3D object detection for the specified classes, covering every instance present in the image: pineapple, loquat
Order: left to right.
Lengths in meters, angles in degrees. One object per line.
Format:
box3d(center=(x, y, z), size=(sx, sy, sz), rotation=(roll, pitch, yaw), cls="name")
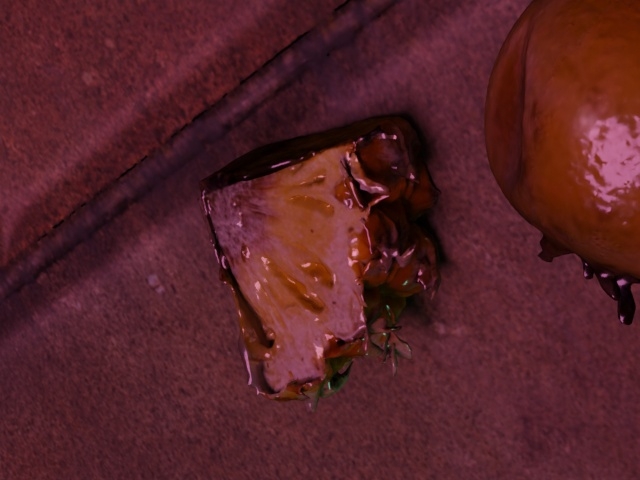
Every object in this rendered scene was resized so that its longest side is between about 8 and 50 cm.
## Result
box3d(center=(0.000, 0.000, 1.397), size=(0.186, 0.114, 0.236), rotation=(29, 122, 25), cls="pineapple")
box3d(center=(0.185, -0.064, 1.100), size=(0.213, 0.213, 0.213), rotation=(22, 129, 30), cls="loquat")
